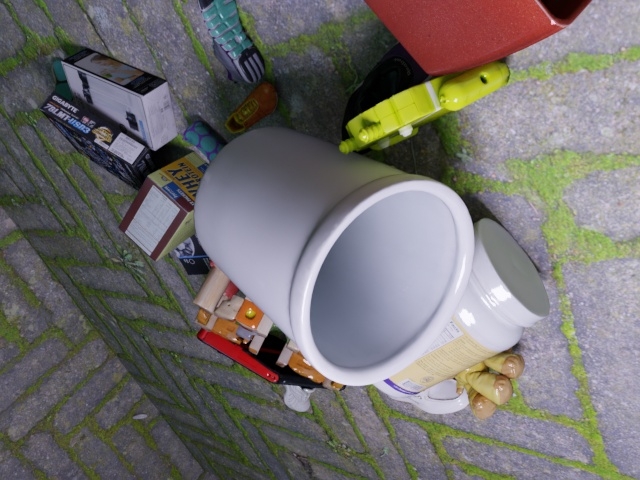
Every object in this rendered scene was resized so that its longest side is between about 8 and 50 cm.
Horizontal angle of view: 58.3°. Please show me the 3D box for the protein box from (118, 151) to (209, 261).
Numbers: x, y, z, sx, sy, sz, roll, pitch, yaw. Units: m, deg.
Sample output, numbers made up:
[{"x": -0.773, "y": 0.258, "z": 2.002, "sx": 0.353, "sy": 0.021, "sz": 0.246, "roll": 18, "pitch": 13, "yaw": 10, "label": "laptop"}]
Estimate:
[{"x": -0.377, "y": -0.090, "z": 1.488, "sx": 0.136, "sy": 0.200, "sz": 0.201, "roll": 43, "pitch": 124, "yaw": 0, "label": "protein box"}]

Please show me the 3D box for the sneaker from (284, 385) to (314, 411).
[{"x": -0.065, "y": 0.510, "z": 1.949, "sx": 0.115, "sy": 0.090, "sz": 0.232, "roll": 10, "pitch": 134, "yaw": 32, "label": "sneaker"}]

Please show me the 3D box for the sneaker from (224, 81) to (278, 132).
[{"x": -0.148, "y": -0.279, "z": 1.240, "sx": 0.064, "sy": 0.067, "sz": 0.175, "roll": 49, "pitch": 142, "yaw": -6, "label": "sneaker"}]

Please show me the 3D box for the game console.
[{"x": -0.142, "y": 0.347, "z": 1.680, "sx": 0.342, "sy": 0.060, "sz": 0.386, "roll": 26, "pitch": 180, "yaw": 35, "label": "game console"}]

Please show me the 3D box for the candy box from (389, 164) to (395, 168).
[{"x": 0.063, "y": -0.043, "z": 1.263, "sx": 0.316, "sy": 0.087, "sz": 0.183, "roll": -8, "pitch": 121, "yaw": 46, "label": "candy box"}]

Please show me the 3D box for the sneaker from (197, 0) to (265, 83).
[{"x": -0.203, "y": -0.412, "z": 1.146, "sx": 0.098, "sy": 0.083, "sz": 0.224, "roll": 5, "pitch": 131, "yaw": 46, "label": "sneaker"}]

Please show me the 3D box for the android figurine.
[{"x": 0.150, "y": -0.195, "z": 0.859, "sx": 0.056, "sy": 0.273, "sz": 0.248, "roll": 65, "pitch": 154, "yaw": -4, "label": "android figurine"}]

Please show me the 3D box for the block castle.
[{"x": -0.078, "y": 0.178, "z": 1.417, "sx": 0.453, "sy": 0.213, "sz": 0.303, "roll": 26, "pitch": 158, "yaw": 0, "label": "block castle"}]

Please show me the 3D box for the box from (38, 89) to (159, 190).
[{"x": -0.574, "y": -0.244, "z": 1.564, "sx": 0.293, "sy": 0.073, "sz": 0.295, "roll": 33, "pitch": 166, "yaw": 6, "label": "box"}]

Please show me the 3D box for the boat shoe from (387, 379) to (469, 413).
[{"x": 0.261, "y": 0.376, "z": 1.496, "sx": 0.277, "sy": 0.098, "sz": 0.096, "roll": -5, "pitch": 124, "yaw": 47, "label": "boat shoe"}]

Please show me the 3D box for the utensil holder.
[{"x": 0.000, "y": 0.000, "z": 0.962, "sx": 0.385, "sy": 0.327, "sz": 0.328, "roll": 32, "pitch": 147, "yaw": 47, "label": "utensil holder"}]

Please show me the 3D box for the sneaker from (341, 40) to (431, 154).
[{"x": 0.087, "y": -0.236, "z": 1.013, "sx": 0.107, "sy": 0.124, "sz": 0.283, "roll": 41, "pitch": 144, "yaw": 4, "label": "sneaker"}]

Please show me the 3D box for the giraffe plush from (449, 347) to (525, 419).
[{"x": 0.307, "y": 0.261, "z": 1.255, "sx": 0.170, "sy": 0.181, "sz": 0.210, "roll": 30, "pitch": 178, "yaw": -16, "label": "giraffe plush"}]

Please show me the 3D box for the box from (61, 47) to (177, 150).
[{"x": -0.516, "y": -0.364, "z": 1.479, "sx": 0.290, "sy": 0.087, "sz": 0.169, "roll": 27, "pitch": 141, "yaw": 21, "label": "box"}]

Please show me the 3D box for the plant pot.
[{"x": 0.190, "y": -0.364, "z": 0.700, "sx": 0.267, "sy": 0.267, "sz": 0.236, "roll": 47, "pitch": 157, "yaw": -6, "label": "plant pot"}]

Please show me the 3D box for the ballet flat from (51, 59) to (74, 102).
[{"x": -0.702, "y": -0.421, "z": 1.581, "sx": 0.052, "sy": 0.057, "sz": 0.168, "roll": 107, "pitch": 149, "yaw": -61, "label": "ballet flat"}]

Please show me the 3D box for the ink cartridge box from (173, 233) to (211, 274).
[{"x": -0.345, "y": 0.011, "z": 1.693, "sx": 0.208, "sy": 0.045, "sz": 0.206, "roll": -6, "pitch": 124, "yaw": 25, "label": "ink cartridge box"}]

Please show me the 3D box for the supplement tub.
[{"x": 0.231, "y": 0.131, "z": 1.094, "sx": 0.331, "sy": 0.241, "sz": 0.241, "roll": -38, "pitch": 98, "yaw": 31, "label": "supplement tub"}]

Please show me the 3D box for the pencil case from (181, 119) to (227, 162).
[{"x": -0.264, "y": -0.222, "z": 1.407, "sx": 0.151, "sy": 0.064, "sz": 0.070, "roll": 45, "pitch": 119, "yaw": -2, "label": "pencil case"}]
